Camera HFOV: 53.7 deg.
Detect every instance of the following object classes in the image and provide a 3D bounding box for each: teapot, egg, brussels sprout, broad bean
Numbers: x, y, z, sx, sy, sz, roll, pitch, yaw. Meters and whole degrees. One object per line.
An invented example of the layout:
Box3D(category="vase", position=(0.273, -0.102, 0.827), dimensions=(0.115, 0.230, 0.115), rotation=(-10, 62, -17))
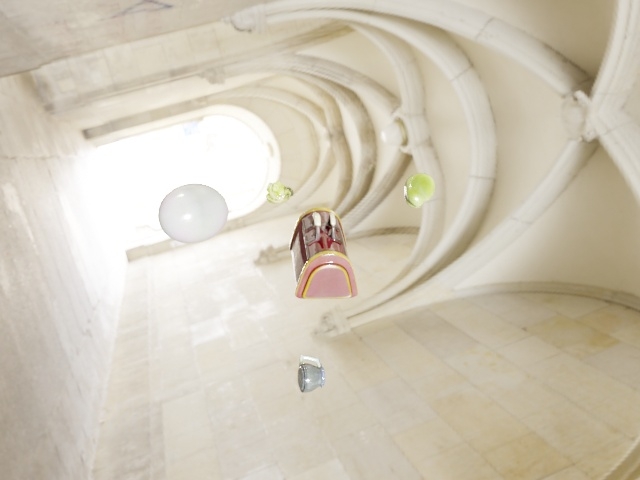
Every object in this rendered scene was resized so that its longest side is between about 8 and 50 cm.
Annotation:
Box3D(category="teapot", position=(-0.021, 0.304, 1.447), dimensions=(0.066, 0.057, 0.088), rotation=(112, -27, -49))
Box3D(category="egg", position=(-0.216, -0.047, 1.084), dimensions=(0.103, 0.135, 0.103), rotation=(9, -74, 31))
Box3D(category="brussels sprout", position=(-0.120, -0.139, 1.904), dimensions=(0.058, 0.085, 0.085), rotation=(46, -25, 33))
Box3D(category="broad bean", position=(0.203, -0.106, 1.310), dimensions=(0.063, 0.083, 0.045), rotation=(28, -25, 6))

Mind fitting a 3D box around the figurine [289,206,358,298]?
Box3D(category="figurine", position=(0.001, -0.001, 0.853), dimensions=(0.154, 0.082, 0.098), rotation=(-100, -171, -53))
